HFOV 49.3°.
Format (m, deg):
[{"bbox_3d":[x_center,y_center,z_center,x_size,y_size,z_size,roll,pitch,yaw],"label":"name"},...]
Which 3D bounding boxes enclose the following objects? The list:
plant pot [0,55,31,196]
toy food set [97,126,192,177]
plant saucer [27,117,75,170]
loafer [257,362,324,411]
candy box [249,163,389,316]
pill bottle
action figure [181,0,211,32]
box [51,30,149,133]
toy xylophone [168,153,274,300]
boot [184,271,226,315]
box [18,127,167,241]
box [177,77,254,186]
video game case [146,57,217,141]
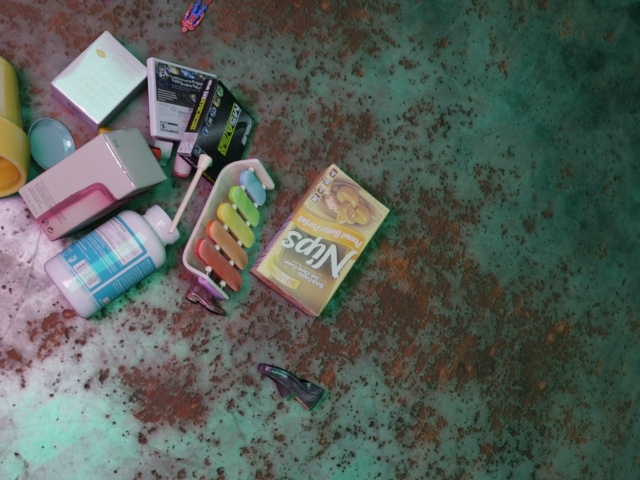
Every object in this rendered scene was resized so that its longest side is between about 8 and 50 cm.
[{"bbox_3d":[-0.699,-0.240,1.372,0.254,0.254,0.239,6,66,-18],"label":"plant pot"},{"bbox_3d":[-0.375,-0.168,1.538,0.232,0.111,0.104,8,112,-28],"label":"toy food set"},{"bbox_3d":[-0.577,-0.200,1.485,0.119,0.021,0.119,28,56,-53],"label":"plant saucer"},{"bbox_3d":[-0.073,0.334,1.596,0.170,0.062,0.061,29,80,-12],"label":"loafer"},{"bbox_3d":[0.000,0.000,1.646,0.183,0.087,0.316,38,73,-11],"label":"candy box"},{"bbox_3d":[-0.429,0.034,1.467,0.264,0.146,0.146,-37,96,-19],"label":"pill bottle"},{"bbox_3d":[-0.295,-0.535,1.645,0.038,0.030,0.115,33,76,-17],"label":"action figure"},{"bbox_3d":[-0.478,-0.344,1.525,0.130,0.091,0.170,43,73,-9],"label":"box"},{"bbox_3d":[-0.214,-0.041,1.512,0.081,0.236,0.322,9,73,25],"label":"toy xylophone"},{"bbox_3d":[-0.238,0.102,1.582,0.106,0.037,0.114,30,71,-11],"label":"boot"},{"bbox_3d":[-0.459,-0.115,1.418,0.232,0.148,0.126,-28,95,18],"label":"box"},{"bbox_3d":[-0.229,-0.233,1.555,0.045,0.184,0.190,9,72,27],"label":"box"},{"bbox_3d":[-0.304,-0.306,1.567,0.190,0.022,0.173,2,82,-50],"label":"video game case"}]
